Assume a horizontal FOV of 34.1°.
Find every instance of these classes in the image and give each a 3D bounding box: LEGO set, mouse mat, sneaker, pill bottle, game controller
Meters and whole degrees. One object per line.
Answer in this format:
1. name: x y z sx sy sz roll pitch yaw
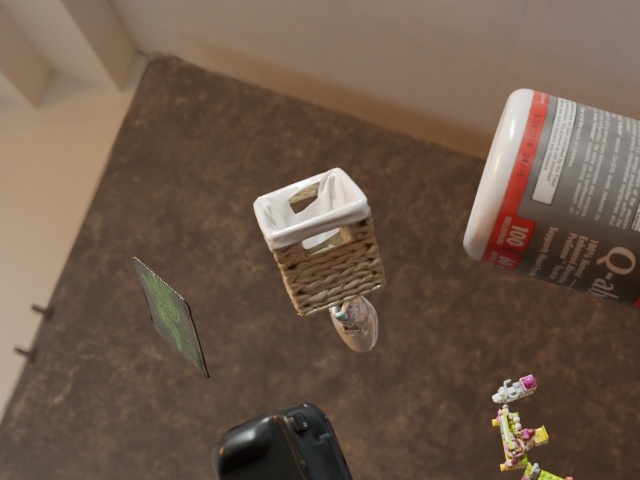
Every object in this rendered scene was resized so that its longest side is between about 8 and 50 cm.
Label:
1. LEGO set: 0.375 0.365 1.766 0.287 0.132 0.107 58 -5 27
2. mouse mat: -0.235 0.123 1.641 0.152 0.007 0.189 36 -32 35
3. sneaker: 0.043 0.115 1.747 0.080 0.094 0.212 -8 -60 15
4. pill bottle: 0.365 -0.029 1.199 0.363 0.210 0.210 17 -12 6
5. game controller: -0.021 0.376 1.344 0.166 0.319 0.067 -23 -12 6

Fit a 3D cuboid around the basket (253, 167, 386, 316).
1. basket: 0.000 0.000 1.140 0.167 0.113 0.103 -119 -172 -72
